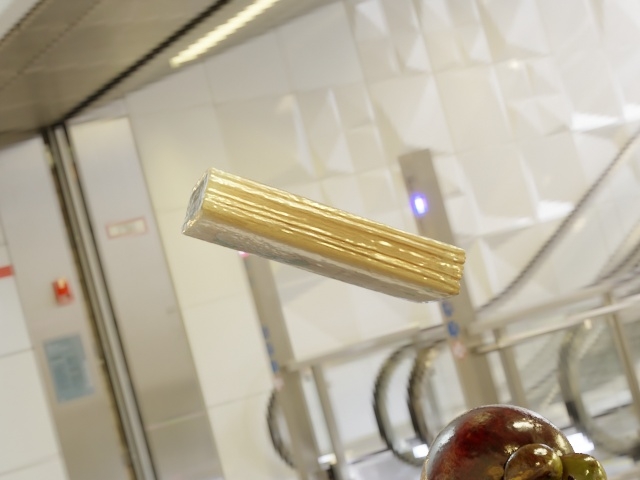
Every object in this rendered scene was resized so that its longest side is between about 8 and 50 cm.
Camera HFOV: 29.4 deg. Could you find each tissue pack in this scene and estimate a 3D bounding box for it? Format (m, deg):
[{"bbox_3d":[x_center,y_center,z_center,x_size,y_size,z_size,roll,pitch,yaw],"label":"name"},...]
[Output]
[{"bbox_3d":[0.000,0.000,1.487,0.326,0.071,0.170,17,-13,-10],"label":"tissue pack"}]

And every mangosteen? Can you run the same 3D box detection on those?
[{"bbox_3d":[0.251,0.314,1.542,0.215,0.215,0.257,-13,1,-36],"label":"mangosteen"}]
